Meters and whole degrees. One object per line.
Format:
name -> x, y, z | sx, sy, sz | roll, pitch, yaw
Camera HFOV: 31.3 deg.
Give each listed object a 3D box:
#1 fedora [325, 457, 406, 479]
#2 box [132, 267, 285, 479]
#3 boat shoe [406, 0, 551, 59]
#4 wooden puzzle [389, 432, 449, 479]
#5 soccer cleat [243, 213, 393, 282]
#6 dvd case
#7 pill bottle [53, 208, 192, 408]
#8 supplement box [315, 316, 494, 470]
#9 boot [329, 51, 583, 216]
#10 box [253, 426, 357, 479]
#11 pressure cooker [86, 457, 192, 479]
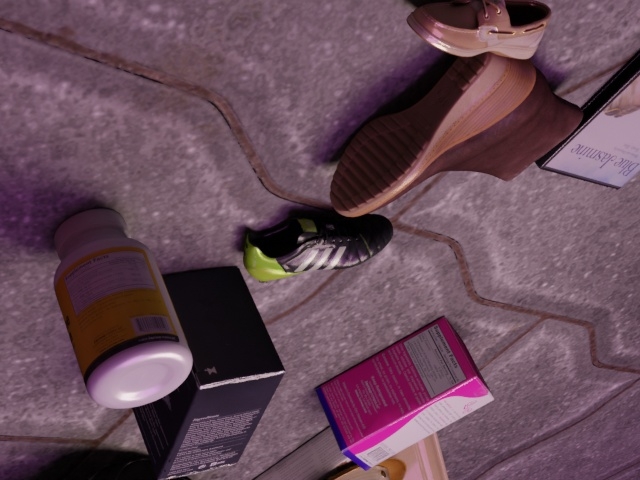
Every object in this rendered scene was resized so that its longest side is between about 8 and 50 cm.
fedora -> 0.065, 0.419, 1.810 | 0.194, 0.079, 0.194 | -20, 150, -12
box -> -0.141, 0.155, 1.320 | 0.108, 0.153, 0.207 | -7, 145, -29
boat shoe -> 0.154, -0.212, 1.082 | 0.170, 0.063, 0.059 | -6, 140, -42
wooden puzzle -> 0.097, 0.424, 1.933 | 0.239, 0.044, 0.220 | -19, 119, -6
soccer cleat -> 0.000, 0.000, 1.284 | 0.179, 0.060, 0.072 | -15, 146, -13
dvd case -> 0.393, -0.161, 1.365 | 0.180, 0.022, 0.253 | 8, 135, -43
pill bottle -> -0.199, 0.062, 1.107 | 0.103, 0.184, 0.103 | -19, 148, -12
supplement box -> 0.123, 0.223, 1.654 | 0.220, 0.114, 0.111 | -29, 148, 7
boot -> 0.151, -0.090, 1.226 | 0.248, 0.090, 0.207 | -43, 143, 19
box -> 0.019, 0.338, 1.796 | 0.324, 0.067, 0.063 | -39, 147, 18
pressure cooker -> -0.322, 0.544, 1.562 | 0.420, 0.369, 0.375 | -38, 143, 12
